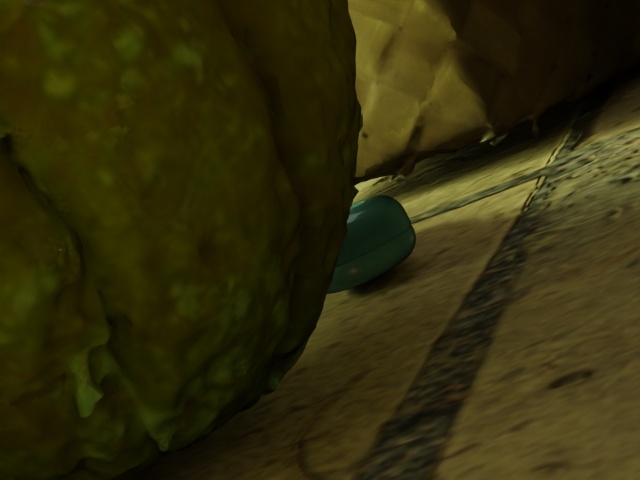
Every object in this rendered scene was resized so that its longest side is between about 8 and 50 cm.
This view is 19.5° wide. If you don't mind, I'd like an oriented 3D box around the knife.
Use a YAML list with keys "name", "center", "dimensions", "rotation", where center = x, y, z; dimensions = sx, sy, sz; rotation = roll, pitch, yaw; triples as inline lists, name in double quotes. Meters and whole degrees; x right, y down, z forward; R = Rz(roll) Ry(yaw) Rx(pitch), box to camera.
- name: "knife"
  center: [-0.002, 0.001, 0.869]
  dimensions: [0.058, 0.032, 0.244]
  rotation: [-30, 5, -7]

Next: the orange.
- name: "orange"
  center: [-0.122, -0.011, 0.624]
  dimensions: [0.301, 0.223, 0.300]
  rotation: [-31, 14, 5]

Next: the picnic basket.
- name: "picnic basket"
  center: [0.021, -0.193, 1.013]
  dimensions: [0.254, 0.321, 0.291]
  rotation: [-21, 4, 36]
